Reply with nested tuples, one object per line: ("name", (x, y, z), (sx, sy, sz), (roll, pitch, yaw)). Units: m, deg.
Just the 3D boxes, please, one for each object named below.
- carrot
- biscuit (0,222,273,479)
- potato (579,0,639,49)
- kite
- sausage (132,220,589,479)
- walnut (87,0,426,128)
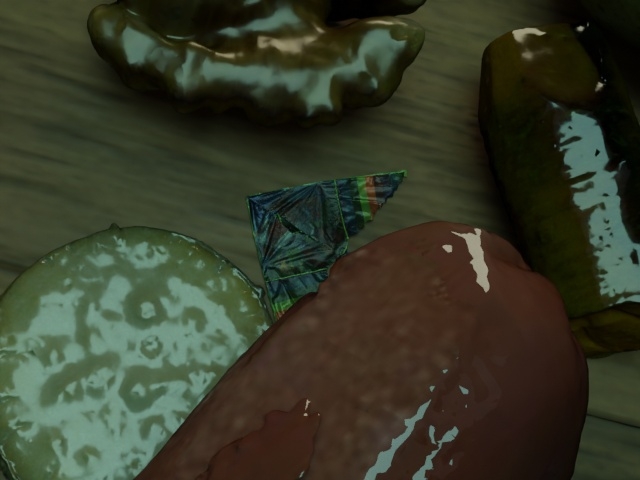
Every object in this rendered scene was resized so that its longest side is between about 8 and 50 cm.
("carrot", (0.131, -0.025, 0.519), (0.082, 0.082, 0.173), (-10, 76, -11))
("biscuit", (-0.092, 0.064, 0.493), (0.152, 0.020, 0.152), (2, 75, -9))
("potato", (0.240, -0.159, 0.536), (0.228, 0.148, 0.197), (-5, 63, -11))
("kite", (0.000, 0.000, 0.532), (0.090, 0.004, 0.122), (38, 73, 3))
("sausage", (0.003, 0.118, 0.423), (0.152, 0.152, 0.280), (40, 71, 3))
("walnut", (-0.031, -0.124, 0.527), (0.170, 0.069, 0.143), (7, 76, -5))
